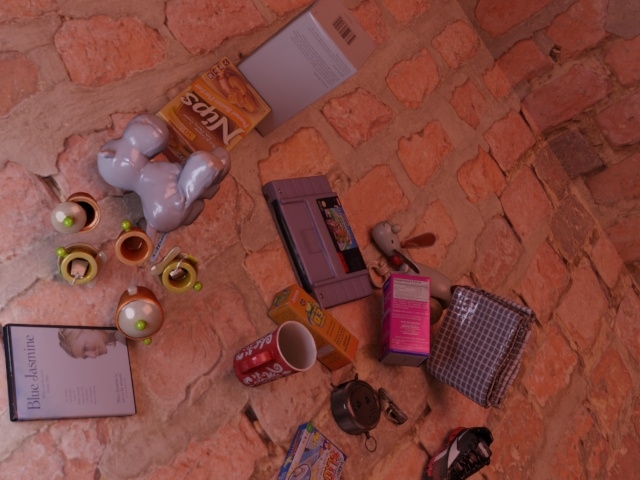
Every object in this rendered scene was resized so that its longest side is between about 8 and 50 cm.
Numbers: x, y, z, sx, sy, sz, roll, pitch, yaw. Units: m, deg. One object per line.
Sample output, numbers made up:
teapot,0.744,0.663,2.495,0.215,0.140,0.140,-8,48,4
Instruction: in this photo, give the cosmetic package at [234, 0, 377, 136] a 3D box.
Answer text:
cosmetic package,-0.064,-0.447,2.201,0.197,0.366,0.155,50,42,-16

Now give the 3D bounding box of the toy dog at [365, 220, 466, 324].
toy dog,0.292,0.081,2.426,0.334,0.161,0.220,38,44,-25

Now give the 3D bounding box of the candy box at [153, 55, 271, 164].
candy box,-0.272,-0.300,2.107,0.183,0.088,0.316,49,42,-12

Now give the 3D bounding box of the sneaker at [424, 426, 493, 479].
sneaker,0.368,0.571,2.238,0.097,0.135,0.276,59,41,-6

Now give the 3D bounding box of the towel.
towel,0.425,0.277,2.306,0.121,0.235,0.283,15,98,-41

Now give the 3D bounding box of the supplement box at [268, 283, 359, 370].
supplement box,-0.015,0.212,2.090,0.233,0.080,0.078,41,41,-19

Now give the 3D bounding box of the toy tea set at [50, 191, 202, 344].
toy tea set,-0.395,0.056,1.674,0.336,0.200,0.124,38,7,-25

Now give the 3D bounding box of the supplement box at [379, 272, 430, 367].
supplement box,0.223,0.209,2.265,0.114,0.111,0.220,8,66,-7

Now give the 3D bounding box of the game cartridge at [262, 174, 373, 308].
game cartridge,0.000,0.000,2.249,0.230,0.068,0.355,-13,78,-45

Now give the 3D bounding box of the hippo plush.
hippo plush,-0.364,-0.138,1.875,0.237,0.234,0.294,38,84,0

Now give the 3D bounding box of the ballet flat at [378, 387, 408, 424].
ballet flat,0.178,0.428,2.199,0.114,0.041,0.041,50,41,-11

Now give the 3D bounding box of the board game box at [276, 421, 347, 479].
board game box,-0.024,0.528,1.925,0.136,0.035,0.201,44,42,-19

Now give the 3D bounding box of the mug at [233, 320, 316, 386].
mug,-0.119,0.250,1.884,0.150,0.169,0.113,22,53,-36

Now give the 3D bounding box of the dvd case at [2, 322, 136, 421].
dvd case,-0.471,0.247,1.629,0.253,0.022,0.180,8,63,-44

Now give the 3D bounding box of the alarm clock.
alarm clock,0.098,0.423,2.100,0.129,0.064,0.192,-12,80,-49
